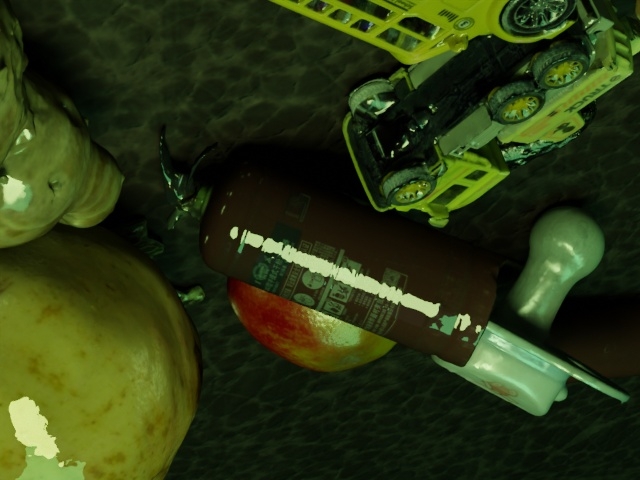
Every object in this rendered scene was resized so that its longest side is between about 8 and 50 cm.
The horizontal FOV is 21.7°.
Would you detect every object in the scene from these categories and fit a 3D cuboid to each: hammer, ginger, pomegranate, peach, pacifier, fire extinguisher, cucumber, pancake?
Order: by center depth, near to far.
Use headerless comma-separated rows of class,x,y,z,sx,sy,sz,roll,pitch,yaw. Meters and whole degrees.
ginger,-0.292,-0.094,1.267,0.256,0.176,0.375,-10,157,24
pomegranate,-0.279,0.121,1.513,0.343,0.342,0.342,-13,151,-8
fire extinguisher,0.000,0.000,1.539,0.337,0.114,0.135,21,133,-3
cucumber,0.189,-0.098,1.637,0.181,0.053,0.053,-25,150,9
pancake,-0.188,0.033,1.683,0.184,0.020,0.190,-1,148,-26
peach,0.006,0.035,1.696,0.190,0.192,0.190,-49,161,-24
pacifier,0.233,0.064,1.830,0.287,0.238,0.225,31,96,-12
hammer,0.245,0.038,1.930,0.035,0.019,0.110,-36,144,30
fire extinguisher,0.343,0.121,2.056,0.269,0.104,0.105,-3,148,-23

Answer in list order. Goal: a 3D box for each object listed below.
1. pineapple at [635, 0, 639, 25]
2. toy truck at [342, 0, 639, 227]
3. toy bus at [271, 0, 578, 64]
pineapple,0.378,-0.198,1.493,0.158,0.157,0.279,-29,162,20
toy truck,0.161,-0.129,1.488,0.157,0.124,0.272,13,137,-46
toy bus,0.042,-0.232,1.226,0.331,0.145,0.151,18,137,-43
